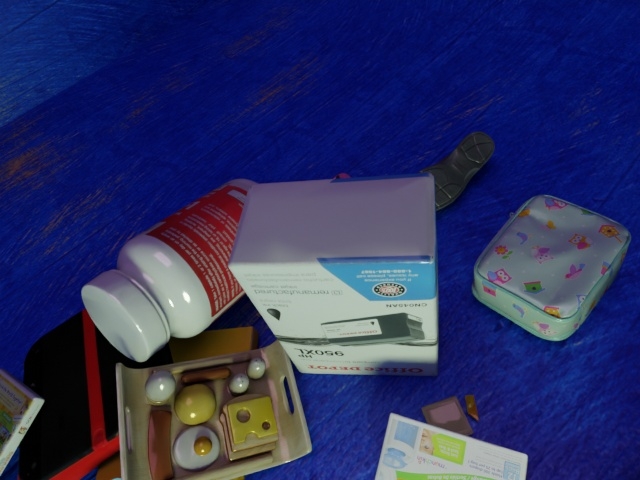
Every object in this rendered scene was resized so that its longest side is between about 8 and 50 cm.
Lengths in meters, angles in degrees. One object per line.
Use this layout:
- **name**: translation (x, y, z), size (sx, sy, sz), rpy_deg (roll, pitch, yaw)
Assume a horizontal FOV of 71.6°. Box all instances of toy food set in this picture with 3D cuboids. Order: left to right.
- **toy food set**: translation (-0.183, 0.293, 0.770), size (0.306, 0.092, 0.220), rpy_deg (-4, 56, -25)

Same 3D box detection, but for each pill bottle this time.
- **pill bottle**: translation (-0.258, 0.050, 0.925), size (0.229, 0.229, 0.407), rpy_deg (17, 39, 28)

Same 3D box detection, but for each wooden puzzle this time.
- **wooden puzzle**: translation (0.222, 0.316, 0.779), size (0.116, 0.014, 0.079), rpy_deg (-14, 44, 5)

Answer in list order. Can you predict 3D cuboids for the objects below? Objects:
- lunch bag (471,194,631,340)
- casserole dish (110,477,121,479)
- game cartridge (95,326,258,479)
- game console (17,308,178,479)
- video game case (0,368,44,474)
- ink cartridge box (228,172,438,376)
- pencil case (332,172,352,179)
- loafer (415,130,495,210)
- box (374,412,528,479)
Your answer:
- **lunch bag**: translation (0.447, 0.042, 0.883), size (0.279, 0.108, 0.224), rpy_deg (-43, 50, -21)
- **casserole dish**: translation (-0.311, 0.484, 0.741), size (0.188, 0.037, 0.114), rpy_deg (31, 81, 18)
- **game cartridge**: translation (-0.274, 0.337, 0.882), size (0.285, 0.053, 0.324), rpy_deg (-7, 52, 10)
- **game console**: translation (-0.471, 0.281, 0.937), size (0.342, 0.060, 0.386), rpy_deg (-33, 46, -4)
- **video game case**: translation (-0.673, 0.389, 0.903), size (0.227, 0.026, 0.206), rpy_deg (6, 63, 39)
- **ink cartridge box**: translation (0.057, 0.086, 0.767), size (0.285, 0.395, 0.166), rpy_deg (-2, 53, 14)
- **pencil case**: translation (0.088, -0.080, 1.103), size (0.098, 0.095, 0.209), rpy_deg (-40, 48, 2)
- **loafer**: translation (0.312, -0.152, 1.114), size (0.302, 0.095, 0.109), rpy_deg (-40, 82, -12)
- **box**: translation (0.198, 0.356, 0.679), size (0.203, 0.103, 0.114), rpy_deg (9, 64, 22)
